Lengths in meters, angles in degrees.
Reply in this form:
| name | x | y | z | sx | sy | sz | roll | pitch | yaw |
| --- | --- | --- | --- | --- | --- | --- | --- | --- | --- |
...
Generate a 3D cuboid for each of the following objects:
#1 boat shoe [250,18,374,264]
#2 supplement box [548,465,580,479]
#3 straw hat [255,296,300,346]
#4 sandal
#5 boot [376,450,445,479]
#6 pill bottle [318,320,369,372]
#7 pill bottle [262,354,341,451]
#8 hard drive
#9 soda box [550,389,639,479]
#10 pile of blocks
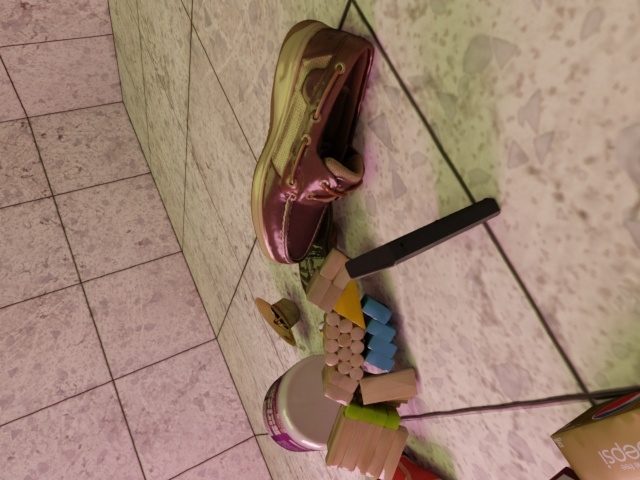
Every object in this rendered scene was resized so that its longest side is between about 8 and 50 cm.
| name | x | y | z | sx | sy | sz | roll | pitch | yaw |
| --- | --- | --- | --- | --- | --- | --- | --- | --- | --- |
| boat shoe | -0.002 | -0.101 | 0.616 | 0.123 | 0.123 | 0.342 | 28 | 120 | 28 |
| supplement box | 0.249 | 0.336 | 0.434 | 0.081 | 0.104 | 0.188 | 9 | 115 | 64 |
| straw hat | -0.083 | 0.172 | 1.069 | 0.144 | 0.061 | 0.144 | 41 | 154 | 25 |
| sandal | 0.000 | 0.000 | 0.767 | 0.090 | 0.060 | 0.219 | -2 | 108 | 32 |
| boot | 0.160 | 0.473 | 0.753 | 0.176 | 0.088 | 0.244 | 5 | 104 | 64 |
| pill bottle | 0.044 | 0.191 | 0.808 | 0.065 | 0.065 | 0.116 | -27 | 83 | 66 |
| pill bottle | -0.031 | 0.349 | 0.956 | 0.169 | 0.169 | 0.301 | 63 | 154 | 17 |
| hard drive | 0.101 | -0.001 | 0.462 | 0.022 | 0.135 | 0.094 | 65 | 156 | 4 |
| soda box | 0.255 | 0.135 | 0.326 | 0.058 | 0.061 | 0.181 | 60 | 154 | 23 |
| pile of blocks | 0.063 | 0.183 | 0.723 | 0.112 | 0.148 | 0.362 | -108 | 11 | -82 |
